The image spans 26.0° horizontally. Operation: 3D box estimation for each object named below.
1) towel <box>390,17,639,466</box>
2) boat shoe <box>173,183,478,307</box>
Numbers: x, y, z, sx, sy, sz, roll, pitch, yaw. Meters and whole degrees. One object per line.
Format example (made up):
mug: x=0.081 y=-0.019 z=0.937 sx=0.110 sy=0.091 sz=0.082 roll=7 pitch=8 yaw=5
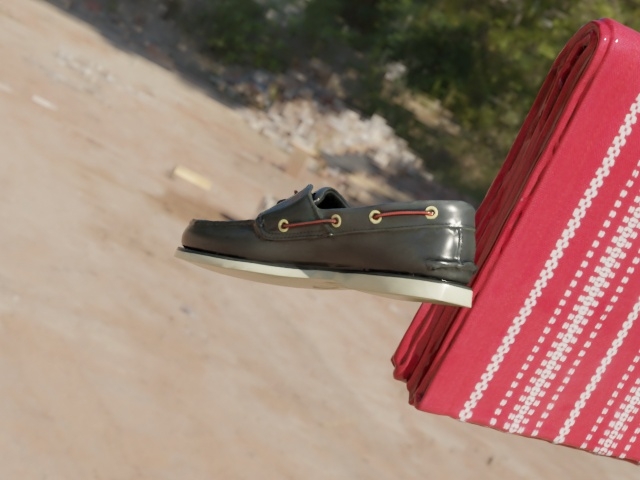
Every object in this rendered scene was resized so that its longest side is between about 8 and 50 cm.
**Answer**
towel: x=0.184 y=0.021 z=0.678 sx=0.274 sy=0.199 sz=0.031 roll=18 pitch=18 yaw=-30
boat shoe: x=0.001 y=0.000 z=0.542 sx=0.133 sy=0.042 sz=0.049 roll=3 pitch=-6 yaw=33
